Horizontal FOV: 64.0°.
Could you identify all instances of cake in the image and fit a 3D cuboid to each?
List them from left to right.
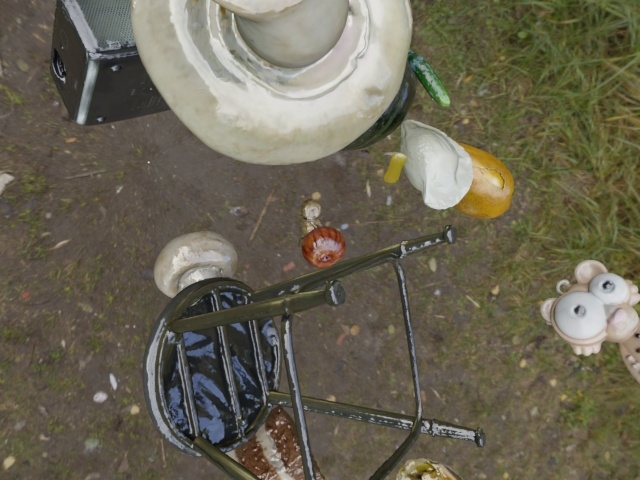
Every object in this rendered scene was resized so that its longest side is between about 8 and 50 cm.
[{"bbox_3d":[-0.092,0.425,0.978,0.147,0.135,0.134,-30,126,-7],"label":"cake"}]

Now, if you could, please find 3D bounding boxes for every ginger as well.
[{"bbox_3d":[-0.040,-0.049,1.856,0.080,0.104,0.203,-7,111,-32],"label":"ginger"}]

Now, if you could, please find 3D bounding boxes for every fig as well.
[{"bbox_3d":[-0.002,0.015,1.476,0.129,0.150,0.128,-12,110,-35],"label":"fig"}]

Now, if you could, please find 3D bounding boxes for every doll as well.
[{"bbox_3d":[0.503,0.144,0.817,0.154,0.278,0.119,-59,146,-3],"label":"doll"}]

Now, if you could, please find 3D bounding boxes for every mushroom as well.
[{"bbox_3d":[-0.417,0.119,1.783,0.298,0.290,0.297,-22,145,-17],"label":"mushroom"},{"bbox_3d":[-0.069,-0.239,0.553,0.356,0.315,0.314,-8,103,-54],"label":"mushroom"}]

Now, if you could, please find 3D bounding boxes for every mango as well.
[{"bbox_3d":[0.428,-0.178,1.461,0.290,0.191,0.159,36,75,-9],"label":"mango"}]

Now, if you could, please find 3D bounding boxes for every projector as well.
[{"bbox_3d":[-0.560,-0.552,1.555,0.405,0.395,0.241,-24,84,-35],"label":"projector"}]

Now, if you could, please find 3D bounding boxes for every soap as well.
[{"bbox_3d":[0.159,-0.153,1.098,0.034,0.089,0.012,6,52,-7],"label":"soap"}]

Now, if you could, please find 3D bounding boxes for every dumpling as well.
[{"bbox_3d":[0.265,-0.188,1.176,0.167,0.215,0.126,-7,133,-20],"label":"dumpling"}]

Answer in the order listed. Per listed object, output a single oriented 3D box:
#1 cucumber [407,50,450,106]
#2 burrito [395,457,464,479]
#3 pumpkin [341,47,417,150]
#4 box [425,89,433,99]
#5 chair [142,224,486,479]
[{"bbox_3d":[0.218,-0.337,1.053,0.037,0.037,0.155,-30,78,-12],"label":"cucumber"},{"bbox_3d":[0.212,0.403,0.631,0.105,0.143,0.299,-41,111,3],"label":"burrito"},{"bbox_3d":[0.012,-0.413,1.207,0.455,0.454,0.344,32,125,-20],"label":"pumpkin"},{"bbox_3d":[0.314,-0.452,1.474,0.024,0.083,0.053,-24,149,-2],"label":"box"},{"bbox_3d":[-0.023,0.202,0.788,0.362,0.411,0.364,-19,100,-54],"label":"chair"}]
